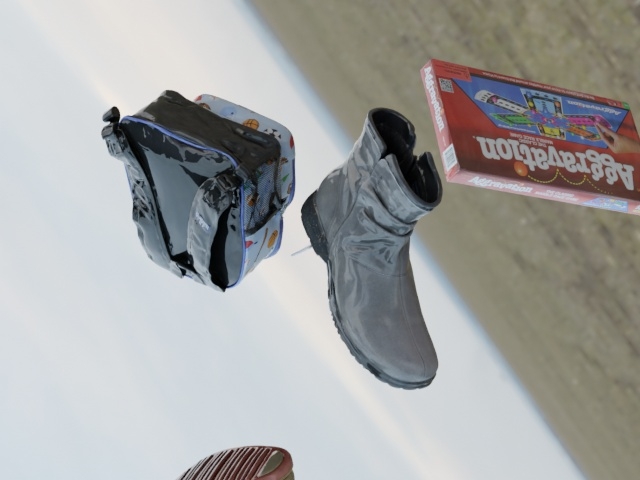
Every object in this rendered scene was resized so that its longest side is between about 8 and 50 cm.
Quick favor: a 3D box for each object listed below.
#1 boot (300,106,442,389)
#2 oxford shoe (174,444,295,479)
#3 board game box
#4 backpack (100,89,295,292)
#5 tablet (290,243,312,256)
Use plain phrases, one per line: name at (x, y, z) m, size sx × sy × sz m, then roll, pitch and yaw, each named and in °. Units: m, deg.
boot at (0.093, 0.010, 1.992) m, size 0.118 × 0.223 × 0.338 m, roll -10°, pitch -118°, yaw -37°
oxford shoe at (-0.152, 0.359, 1.911) m, size 0.130 × 0.348 × 0.123 m, roll 58°, pitch -146°, yaw -9°
board game box at (0.244, -0.110, 1.658) m, size 0.281 × 0.027 × 0.145 m, roll 8°, pitch -123°, yaw -31°
backpack at (-0.164, -0.070, 2.206) m, size 0.276 × 0.213 × 0.263 m, roll 28°, pitch 130°, yaw 31°
tablet at (0.000, 0.000, 2.168) m, size 0.054 × 0.083 × 0.006 m, roll -25°, pitch 95°, yaw 56°
